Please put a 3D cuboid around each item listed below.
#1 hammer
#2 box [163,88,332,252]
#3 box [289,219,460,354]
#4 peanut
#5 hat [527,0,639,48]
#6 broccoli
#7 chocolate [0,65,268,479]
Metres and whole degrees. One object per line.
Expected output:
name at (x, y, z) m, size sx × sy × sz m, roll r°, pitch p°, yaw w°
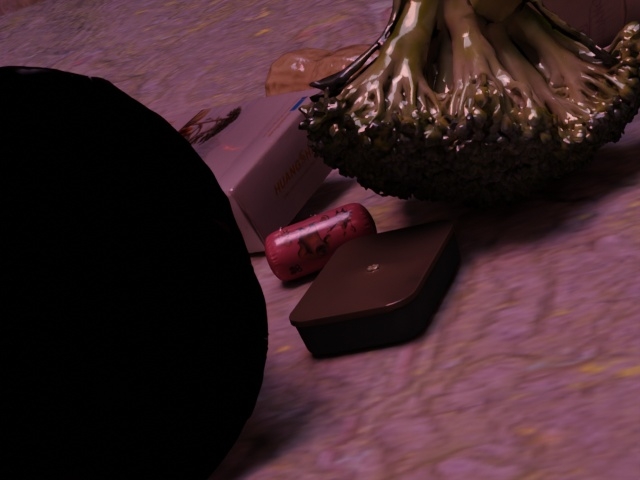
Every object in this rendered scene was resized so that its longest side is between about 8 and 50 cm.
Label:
hammer at (0.000, 0.000, 1.071) m, size 0.083 × 0.043 × 0.043 m, roll -21°, pitch 19°, yaw 3°
box at (-0.103, -0.052, 1.251) m, size 0.233 × 0.067 × 0.149 m, roll -5°, pitch 37°, yaw 43°
box at (0.039, 0.030, 0.963) m, size 0.091 × 0.031 × 0.126 m, roll -13°, pitch 20°, yaw 25°
peanut at (0.023, -0.147, 1.392) m, size 0.082 × 0.082 × 0.187 m, roll -36°, pitch 23°, yaw -35°
hat at (0.224, -0.183, 1.213) m, size 0.226 × 0.219 × 0.164 m, roll 21°, pitch 68°, yaw 23°
broccoli at (0.110, -0.203, 1.058) m, size 0.252 × 0.361 × 0.221 m, roll 12°, pitch -6°, yaw -31°
chocolate at (-0.179, 0.042, 0.874) m, size 0.284 × 0.283 × 0.186 m, roll -27°, pitch 4°, yaw -16°
